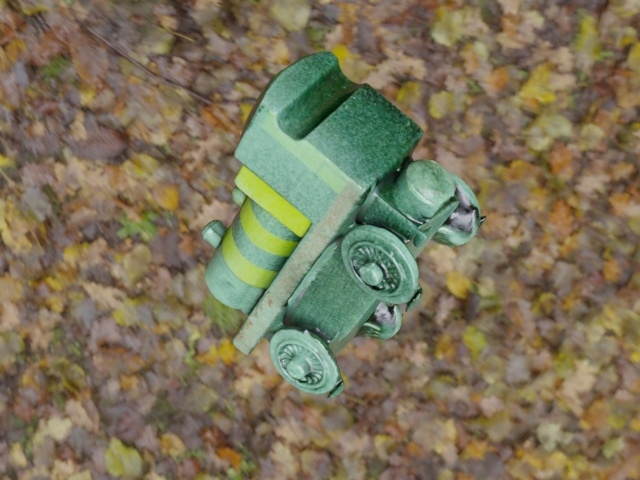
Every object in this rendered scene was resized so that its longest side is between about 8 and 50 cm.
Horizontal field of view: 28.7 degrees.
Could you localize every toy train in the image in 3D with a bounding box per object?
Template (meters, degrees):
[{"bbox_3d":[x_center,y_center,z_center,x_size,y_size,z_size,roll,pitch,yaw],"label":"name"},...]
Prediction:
[{"bbox_3d":[0.000,0.000,0.694,0.132,0.200,0.083,42,49,5],"label":"toy train"}]
